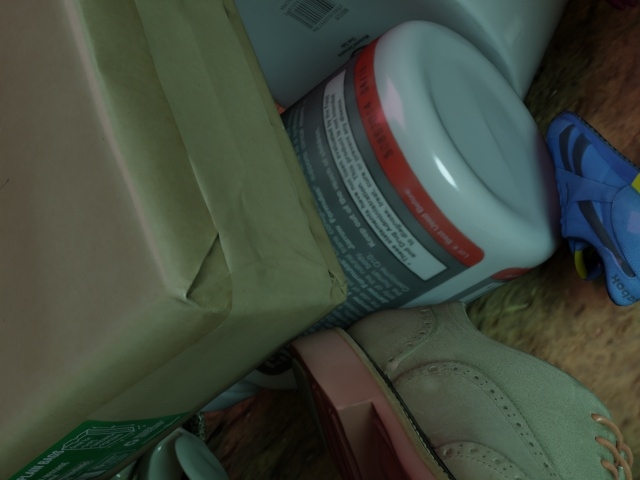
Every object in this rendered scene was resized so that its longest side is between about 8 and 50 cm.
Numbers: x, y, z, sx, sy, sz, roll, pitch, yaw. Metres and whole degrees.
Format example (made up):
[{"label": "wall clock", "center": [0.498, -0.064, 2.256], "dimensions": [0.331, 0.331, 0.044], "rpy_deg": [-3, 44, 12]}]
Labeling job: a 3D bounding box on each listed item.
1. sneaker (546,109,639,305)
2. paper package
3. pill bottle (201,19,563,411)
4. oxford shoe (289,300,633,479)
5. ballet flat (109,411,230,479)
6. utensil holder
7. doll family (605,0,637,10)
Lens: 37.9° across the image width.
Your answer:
[{"label": "sneaker", "center": [0.193, -0.028, 0.667], "dimensions": [0.082, 0.069, 0.209], "rpy_deg": [-47, 25, 16]}, {"label": "paper package", "center": [-0.177, -0.006, 0.687], "dimensions": [0.325, 0.168, 0.309], "rpy_deg": [-38, 62, 32]}, {"label": "pill bottle", "center": [0.000, 0.000, 0.781], "dimensions": [0.363, 0.210, 0.210], "rpy_deg": [-33, 30, 33]}, {"label": "oxford shoe", "center": [0.117, 0.138, 0.492], "dimensions": [0.146, 0.140, 0.397], "rpy_deg": [-25, 36, -14]}, {"label": "ballet flat", "center": [-0.150, 0.274, 0.739], "dimensions": [0.182, 0.164, 0.483], "rpy_deg": [-34, 25, 12]}, {"label": "utensil holder", "center": [0.111, -0.317, 0.915], "dimensions": [0.327, 0.327, 0.385], "rpy_deg": [-11, 49, 54]}, {"label": "doll family", "center": [0.330, -0.242, 0.716], "dimensions": [0.163, 0.118, 0.263], "rpy_deg": [-55, 6, 6]}]
